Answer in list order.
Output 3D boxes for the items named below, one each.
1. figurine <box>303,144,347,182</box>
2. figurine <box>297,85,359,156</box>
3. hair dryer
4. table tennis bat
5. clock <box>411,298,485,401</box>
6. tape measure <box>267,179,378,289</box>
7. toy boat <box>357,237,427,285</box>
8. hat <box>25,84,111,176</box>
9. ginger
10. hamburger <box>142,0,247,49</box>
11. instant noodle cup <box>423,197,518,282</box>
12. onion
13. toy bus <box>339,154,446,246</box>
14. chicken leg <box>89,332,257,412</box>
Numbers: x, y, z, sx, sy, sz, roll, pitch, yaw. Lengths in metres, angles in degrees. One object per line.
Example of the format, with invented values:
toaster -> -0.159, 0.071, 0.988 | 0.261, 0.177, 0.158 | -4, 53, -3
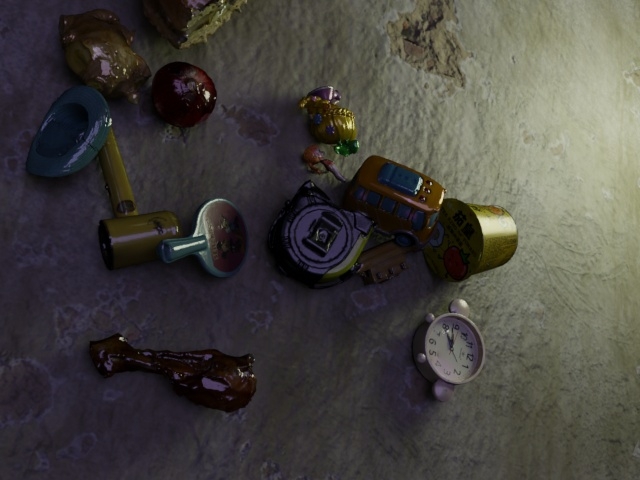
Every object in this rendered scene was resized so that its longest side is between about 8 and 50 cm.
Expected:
figurine -> 0.010, -0.156, 1.511 | 0.109, 0.064, 0.047 | 40, 84, -1
figurine -> 0.014, -0.247, 1.513 | 0.115, 0.095, 0.156 | -12, 77, -39
hair dryer -> -0.354, -0.091, 1.310 | 0.135, 0.090, 0.278 | -13, 76, -27
table tennis bat -> -0.211, 0.002, 1.316 | 0.244, 0.040, 0.152 | -17, 98, -59
clock -> 0.271, 0.234, 1.528 | 0.156, 0.063, 0.229 | 21, 65, -16
tape measure -> 0.000, 0.000, 1.420 | 0.199, 0.112, 0.186 | 29, 74, -3
toy boat -> 0.144, 0.043, 1.520 | 0.201, 0.057, 0.077 | -22, 91, -29
hat -> -0.444, -0.182, 1.278 | 0.138, 0.078, 0.190 | 18, 73, 24
ginger -> -0.402, -0.339, 1.338 | 0.216, 0.102, 0.157 | 58, 34, 4
hamburger -> -0.212, -0.596, 1.401 | 0.287, 0.268, 0.445 | 46, 66, -10
instant noodle cup -> 0.334, -0.005, 1.566 | 0.144, 0.182, 0.182 | -4, 78, -36
onion -> -0.266, -0.281, 1.379 | 0.131, 0.131, 0.131 | 7, 73, -24
toy bus -> 0.156, -0.088, 1.487 | 0.210, 0.136, 0.126 | 24, 53, 5
chicken leg -> -0.260, 0.227, 1.269 | 0.304, 0.093, 0.113 | 17, 52, -12
